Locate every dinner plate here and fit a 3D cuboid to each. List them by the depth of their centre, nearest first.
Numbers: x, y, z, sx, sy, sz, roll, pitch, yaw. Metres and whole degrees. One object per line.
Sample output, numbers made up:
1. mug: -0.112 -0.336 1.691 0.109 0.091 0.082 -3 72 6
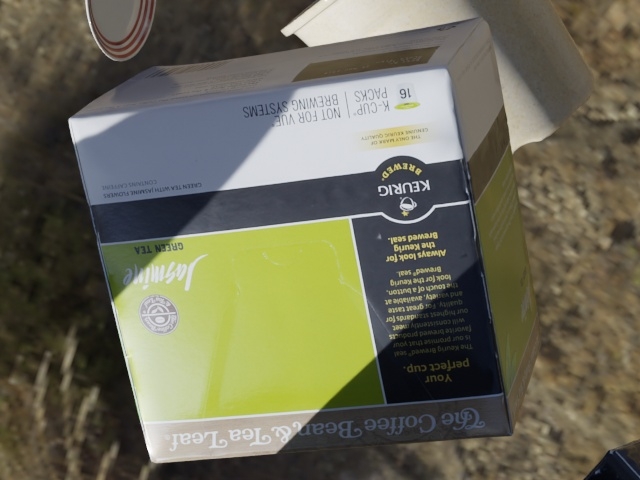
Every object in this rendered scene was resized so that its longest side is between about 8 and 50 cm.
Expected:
1. dinner plate: -0.210 -0.256 1.678 0.017 0.141 0.141 6 76 24

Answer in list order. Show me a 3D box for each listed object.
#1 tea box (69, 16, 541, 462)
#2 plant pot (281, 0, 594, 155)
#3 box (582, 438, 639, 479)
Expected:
1. tea box: 0.000 0.000 1.423 0.329 0.220 0.323 -6 106 16
2. plant pot: 0.175 -0.252 2.054 0.334 0.305 0.334 -39 7 6
3. box: 0.289 0.309 1.402 0.183 0.294 0.296 47 119 21
